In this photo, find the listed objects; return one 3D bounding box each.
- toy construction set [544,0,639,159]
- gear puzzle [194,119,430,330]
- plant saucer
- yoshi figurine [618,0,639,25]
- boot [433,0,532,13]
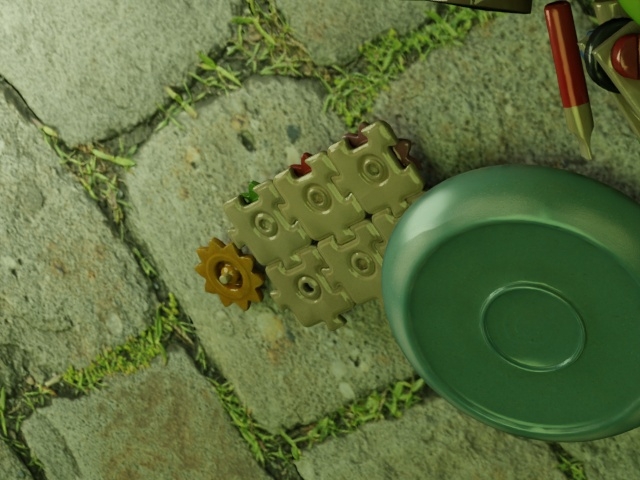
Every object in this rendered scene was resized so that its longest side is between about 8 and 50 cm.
[{"bbox_3d":[0.320,-0.085,1.495,0.309,0.257,0.237,9,116,54],"label":"toy construction set"},{"bbox_3d":[0.000,0.000,1.872,0.339,0.044,0.175,-26,103,42],"label":"gear puzzle"},{"bbox_3d":[0.204,0.074,1.747,0.318,0.043,0.317,10,126,15],"label":"plant saucer"},{"bbox_3d":[0.286,-0.258,1.334,0.203,0.362,0.203,51,129,-4],"label":"yoshi figurine"},{"bbox_3d":[0.072,-0.267,1.622,0.305,0.112,0.115,14,100,46],"label":"boot"}]
